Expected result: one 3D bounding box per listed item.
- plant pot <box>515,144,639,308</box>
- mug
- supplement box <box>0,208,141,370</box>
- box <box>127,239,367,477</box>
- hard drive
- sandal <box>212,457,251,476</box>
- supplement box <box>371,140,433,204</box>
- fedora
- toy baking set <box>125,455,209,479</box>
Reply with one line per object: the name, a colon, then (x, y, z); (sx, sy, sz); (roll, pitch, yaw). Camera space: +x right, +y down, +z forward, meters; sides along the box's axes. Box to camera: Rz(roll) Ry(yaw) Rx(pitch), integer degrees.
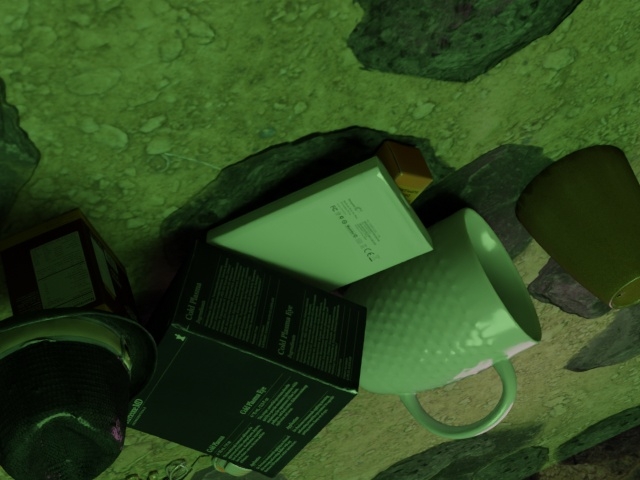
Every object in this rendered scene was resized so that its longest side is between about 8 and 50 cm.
plant pot: (0.534, -0.008, 1.729); (0.237, 0.254, 0.237); (-18, 147, -12)
mug: (0.215, 0.178, 1.684); (0.328, 0.374, 0.276); (-30, 165, 20)
supplement box: (-0.357, 0.099, 1.355); (0.129, 0.194, 0.191); (-23, 148, -2)
box: (-0.139, 0.209, 1.540); (0.312, 0.179, 0.343); (23, 136, -15)
hard drive: (0.000, 0.000, 1.484); (0.307, 0.040, 0.203); (-23, 130, 19)
sandal: (-0.178, 0.502, 2.169); (0.101, 0.076, 0.265); (-2, 142, -31)
supplement box: (0.081, -0.057, 1.525); (0.078, 0.080, 0.233); (8, 139, -37)
fedora: (-0.353, 0.233, 1.227); (0.334, 0.153, 0.334); (-15, 147, -10)
toy baking set: (-0.383, 0.595, 2.213); (0.256, 0.030, 0.197); (-16, 147, -13)
